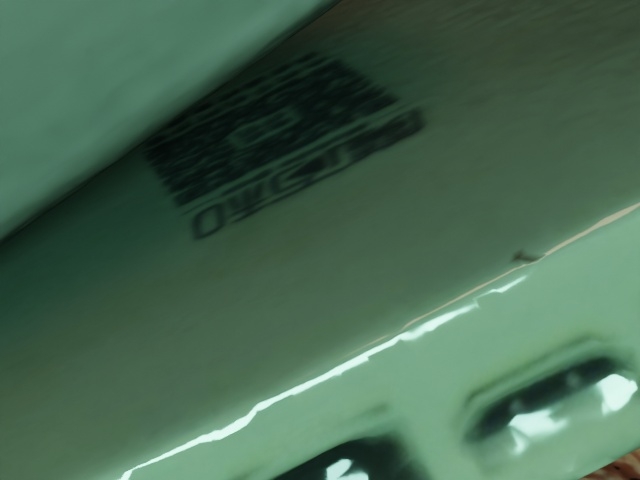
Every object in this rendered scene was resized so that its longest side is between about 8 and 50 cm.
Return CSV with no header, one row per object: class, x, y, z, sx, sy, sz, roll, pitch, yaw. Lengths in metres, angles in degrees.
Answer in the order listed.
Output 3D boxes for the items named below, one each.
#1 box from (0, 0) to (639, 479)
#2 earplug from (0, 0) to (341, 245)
box,0.000,0.000,0.604,0.367,0.090,0.373,-27,21,-6
earplug,-0.195,-0.116,0.529,0.394,0.312,0.312,-38,48,-5
